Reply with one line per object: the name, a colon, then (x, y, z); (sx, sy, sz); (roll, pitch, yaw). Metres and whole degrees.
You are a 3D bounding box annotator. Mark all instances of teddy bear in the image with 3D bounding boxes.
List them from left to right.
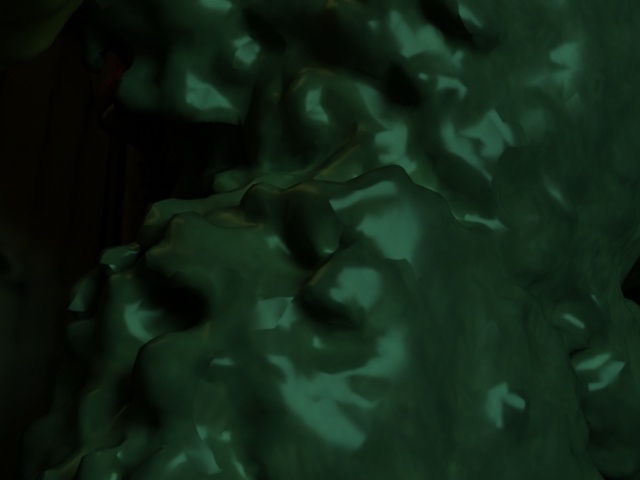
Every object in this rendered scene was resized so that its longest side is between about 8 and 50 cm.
teddy bear: (0.000, 0.000, 0.586); (0.357, 0.224, 0.367); (43, 49, -17)

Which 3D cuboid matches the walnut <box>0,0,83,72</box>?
walnut: (-0.193, -0.162, 0.343); (0.384, 0.383, 0.383); (31, 39, -29)
